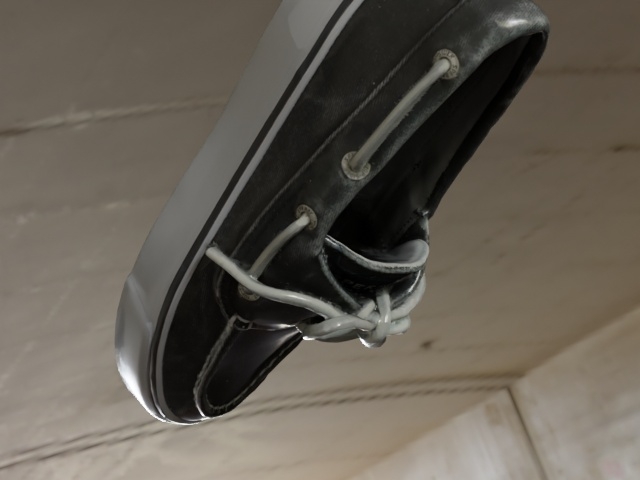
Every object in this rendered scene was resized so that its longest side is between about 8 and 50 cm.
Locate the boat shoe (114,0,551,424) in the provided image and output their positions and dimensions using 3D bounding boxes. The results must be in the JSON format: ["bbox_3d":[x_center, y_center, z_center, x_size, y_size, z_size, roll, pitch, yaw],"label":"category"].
[{"bbox_3d":[0.003,-0.001,0.560,0.113,0.105,0.306,-12,-37,-50],"label":"boat shoe"}]
